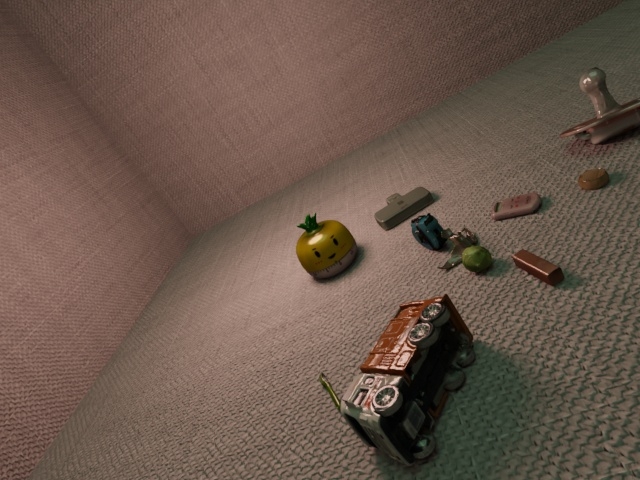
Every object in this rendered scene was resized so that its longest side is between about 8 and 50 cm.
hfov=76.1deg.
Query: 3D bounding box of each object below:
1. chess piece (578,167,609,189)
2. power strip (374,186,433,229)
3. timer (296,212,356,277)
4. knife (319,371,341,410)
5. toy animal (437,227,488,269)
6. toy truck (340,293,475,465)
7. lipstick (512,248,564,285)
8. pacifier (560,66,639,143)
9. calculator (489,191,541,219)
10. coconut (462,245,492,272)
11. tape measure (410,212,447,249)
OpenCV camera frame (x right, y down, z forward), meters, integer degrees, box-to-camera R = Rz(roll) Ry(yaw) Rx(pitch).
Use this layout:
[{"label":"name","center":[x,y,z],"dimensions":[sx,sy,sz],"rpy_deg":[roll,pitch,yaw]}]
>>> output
[{"label":"chess piece","center":[0.885,-0.199,1.327],"dimensions":[0.084,0.038,0.083],"rpy_deg":[-29,24,14]},{"label":"power strip","center":[0.369,-0.161,1.889],"dimensions":[0.265,0.059,0.193],"rpy_deg":[-32,27,1]},{"label":"timer","center":[0.000,0.000,1.777],"dimensions":[0.285,0.285,0.285],"rpy_deg":[-27,23,13]},{"label":"knife","center":[0.025,0.434,1.190],"dimensions":[0.026,0.022,0.184],"rpy_deg":[-7,16,-17]},{"label":"toy animal","center":[0.478,0.009,1.365],"dimensions":[0.219,0.095,0.155],"rpy_deg":[-44,21,-23]},{"label":"toy truck","center":[0.207,0.320,0.999],"dimensions":[0.207,0.173,0.387],"rpy_deg":[-15,25,50]},{"label":"lipstick","center":[0.602,0.072,1.136],"dimensions":[0.045,0.045,0.145],"rpy_deg":[-32,23,-1]},{"label":"pacifier","center":[1.032,-0.472,1.470],"dimensions":[0.332,0.273,0.220],"rpy_deg":[-25,40,20]},{"label":"calculator","center":[0.681,-0.119,1.437],"dimensions":[0.175,0.032,0.100],"rpy_deg":[-14,30,39]},{"label":"coconut","center":[0.486,0.057,1.274],"dimensions":[0.088,0.087,0.096],"rpy_deg":[-24,19,20]},{"label":"tape measure","center":[0.396,-0.031,1.501],"dimensions":[0.081,0.146,0.125],"rpy_deg":[-41,7,-16]}]
